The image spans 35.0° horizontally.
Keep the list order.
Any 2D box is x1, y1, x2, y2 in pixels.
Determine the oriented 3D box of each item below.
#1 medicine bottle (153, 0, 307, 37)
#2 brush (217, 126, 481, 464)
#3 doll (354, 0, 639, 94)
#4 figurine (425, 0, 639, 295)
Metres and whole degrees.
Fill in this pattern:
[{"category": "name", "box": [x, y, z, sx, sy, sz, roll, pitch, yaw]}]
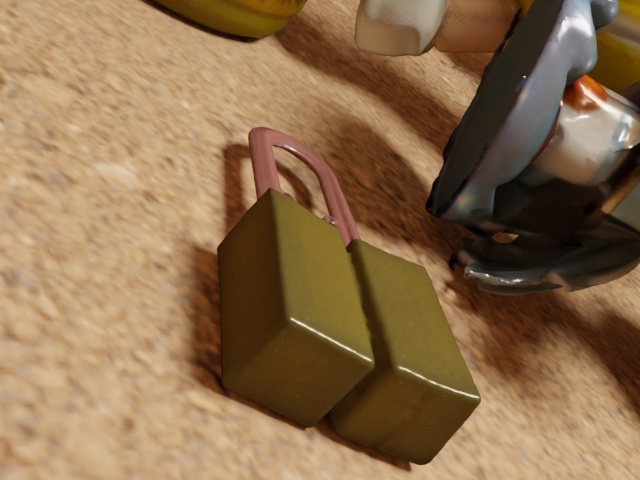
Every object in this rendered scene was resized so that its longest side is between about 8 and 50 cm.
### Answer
[{"category": "medicine bottle", "box": [-0.014, -0.349, 0.686, 0.224, 0.384, 0.224, 32, 24, -16]}, {"category": "brush", "box": [0.000, 0.000, 0.503, 0.103, 0.047, 0.233, 27, 26, -24]}, {"category": "doll", "box": [0.233, -0.203, 0.776, 0.161, 0.423, 0.348, -59, 139, -79]}, {"category": "figurine", "box": [0.264, 0.019, 0.657, 0.388, 0.248, 0.276, 27, 28, -4]}]
